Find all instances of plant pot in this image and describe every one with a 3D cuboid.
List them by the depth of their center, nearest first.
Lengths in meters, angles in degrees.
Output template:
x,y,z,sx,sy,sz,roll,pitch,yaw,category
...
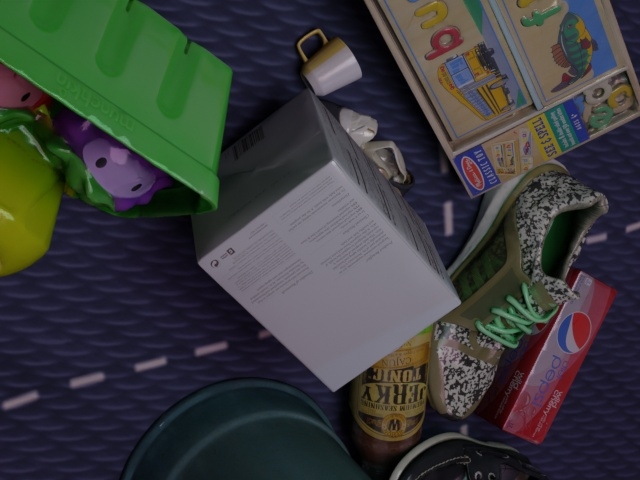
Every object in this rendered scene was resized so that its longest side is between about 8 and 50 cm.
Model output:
x,y,z,sx,sy,sz,roll,pitch,yaw,category
-0.045,0.387,1.490,0.341,0.334,0.341,-8,108,-26,plant pot

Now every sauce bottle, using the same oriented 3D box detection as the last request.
x,y,z,sx,sy,sz,roll,pitch,yaw,category
0.095,0.216,1.649,0.111,0.111,0.344,-7,109,-27,sauce bottle

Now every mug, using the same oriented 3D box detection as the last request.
x,y,z,sx,sy,sz,roll,pitch,yaw,category
0.005,-0.221,1.517,0.064,0.078,0.062,-35,151,-7,mug

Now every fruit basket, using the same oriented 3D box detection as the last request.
x,y,z,sx,sy,sz,roll,pitch,yaw,category
-0.318,-0.095,1.261,0.392,0.283,0.392,2,87,-38,fruit basket

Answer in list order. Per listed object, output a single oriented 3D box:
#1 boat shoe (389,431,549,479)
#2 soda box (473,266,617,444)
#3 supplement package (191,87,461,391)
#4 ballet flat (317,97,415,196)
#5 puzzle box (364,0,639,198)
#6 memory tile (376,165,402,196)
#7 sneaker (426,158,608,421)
x,y,z,sx,sy,sz,roll,pitch,yaw,category
0.224,0.357,1.701,0.340,0.113,0.127,18,98,-52,boat shoe
0.334,0.166,1.786,0.092,0.083,0.263,26,90,-32,soda box
0.000,0.000,1.452,0.199,0.198,0.263,-36,121,12,supplement package
0.058,-0.125,1.553,0.074,0.074,0.203,-49,123,-9,ballet flat
0.236,-0.249,1.510,0.272,0.052,0.409,-26,134,11,puzzle box
0.042,-0.027,1.570,0.148,0.012,0.113,-29,124,10,memory tile
0.270,0.073,1.665,0.158,0.182,0.410,22,93,-32,sneaker
